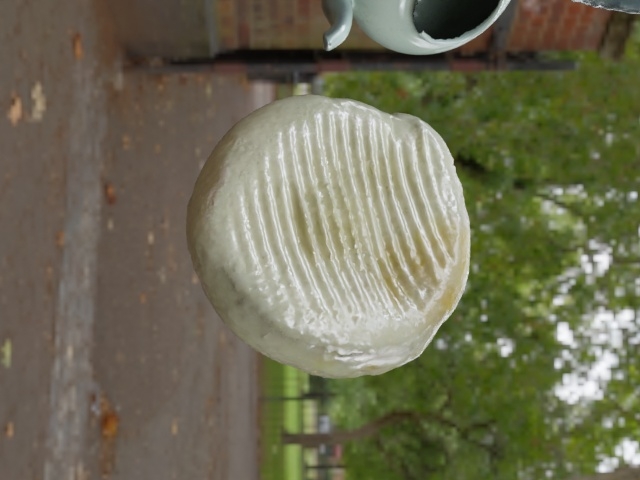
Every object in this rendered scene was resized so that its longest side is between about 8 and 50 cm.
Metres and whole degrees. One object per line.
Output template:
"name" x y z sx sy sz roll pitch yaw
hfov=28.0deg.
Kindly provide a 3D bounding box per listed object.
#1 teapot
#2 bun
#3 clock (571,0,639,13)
"teapot" 0.118 -0.273 1.294 0.193 0.294 0.129 86 -19 -48
"bun" 0.000 0.000 1.576 0.219 0.365 0.365 138 -45 -64
"clock" 0.180 -0.099 0.373 0.226 0.226 0.049 -98 -172 -88
